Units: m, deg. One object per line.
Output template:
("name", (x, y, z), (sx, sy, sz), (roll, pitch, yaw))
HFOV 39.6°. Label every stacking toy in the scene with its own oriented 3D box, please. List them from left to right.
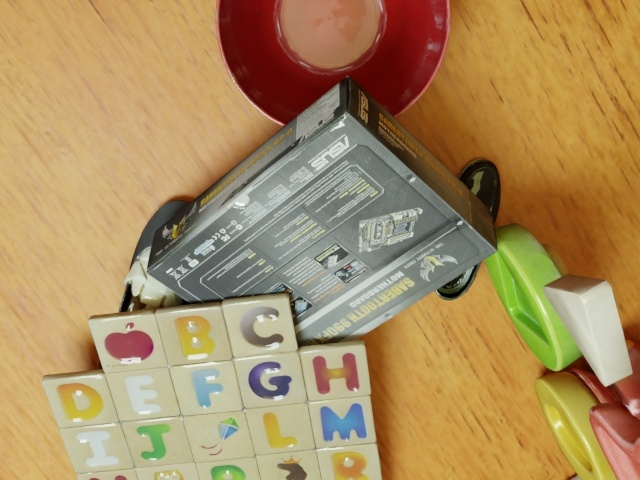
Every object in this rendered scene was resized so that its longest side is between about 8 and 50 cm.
("stacking toy", (0.263, 0.101, 0.714), (0.130, 0.309, 0.279), (-26, 102, -3))

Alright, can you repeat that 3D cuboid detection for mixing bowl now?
("mixing bowl", (0.009, -0.180, 0.728), (0.182, 0.098, 0.181), (0, 105, -1))

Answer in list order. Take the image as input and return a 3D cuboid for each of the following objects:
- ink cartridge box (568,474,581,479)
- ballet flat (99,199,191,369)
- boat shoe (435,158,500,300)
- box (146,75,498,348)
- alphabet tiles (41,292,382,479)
("ink cartridge box", (0.439, 0.292, 0.832), (0.395, 0.166, 0.285), (-35, 104, 9))
("ballet flat", (-0.152, 0.064, 0.805), (0.074, 0.074, 0.203), (21, 103, -7))
("boat shoe", (0.134, -0.008, 0.808), (0.049, 0.042, 0.133), (17, 103, -4))
("box", (0.000, 0.000, 0.738), (0.231, 0.056, 0.183), (-36, 122, 28))
("alphabet tiles", (-0.089, 0.200, 0.824), (0.285, 0.011, 0.342), (-6, 120, 4))
